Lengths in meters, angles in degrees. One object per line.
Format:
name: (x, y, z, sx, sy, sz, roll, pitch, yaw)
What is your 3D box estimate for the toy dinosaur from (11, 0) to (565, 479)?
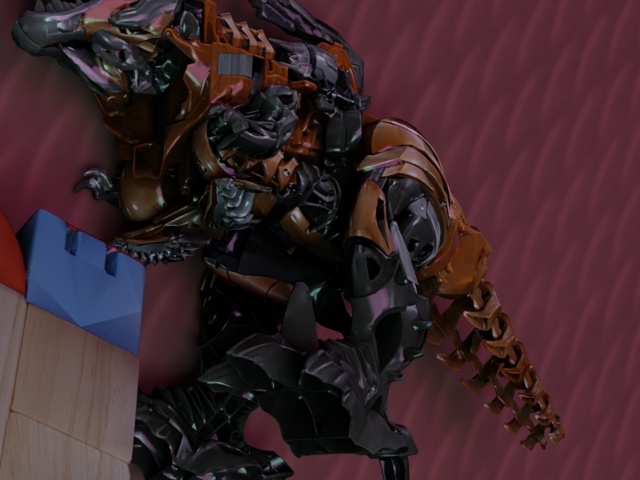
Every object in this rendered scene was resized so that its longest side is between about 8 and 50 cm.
toy dinosaur: (0.000, 0.000, 0.666, 0.322, 0.164, 0.218, 26, 56, -8)

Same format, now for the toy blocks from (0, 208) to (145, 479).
toy blocks: (-0.202, 0.013, 0.481, 0.381, 0.191, 0.261, 31, 35, -26)
